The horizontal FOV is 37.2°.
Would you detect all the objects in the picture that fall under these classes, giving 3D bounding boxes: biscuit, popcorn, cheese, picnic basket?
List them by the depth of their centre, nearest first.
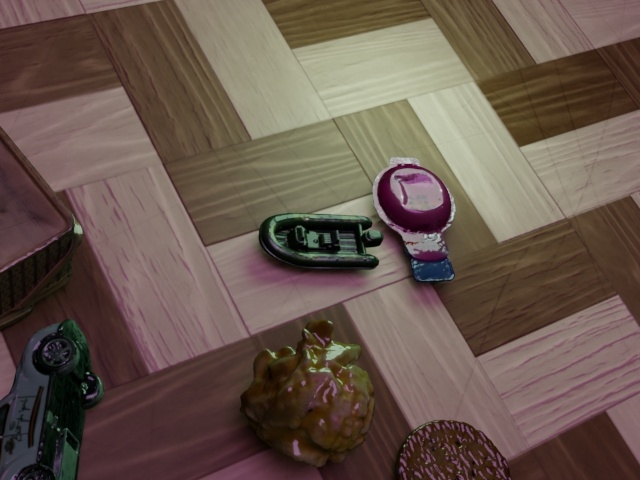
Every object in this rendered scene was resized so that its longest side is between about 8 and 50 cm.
[{"bbox_3d":[-0.508,0.013,1.292,0.313,0.175,0.228,-34,76,-28],"label":"picnic basket"},{"bbox_3d":[-0.012,0.217,1.333,0.167,0.185,0.187,-12,54,-45],"label":"popcorn"},{"bbox_3d":[0.197,0.356,1.407,0.188,0.027,0.188,9,57,-15],"label":"biscuit"},{"bbox_3d":[0.166,-0.038,1.616,0.155,0.062,0.244,-3,62,-19],"label":"cheese"}]

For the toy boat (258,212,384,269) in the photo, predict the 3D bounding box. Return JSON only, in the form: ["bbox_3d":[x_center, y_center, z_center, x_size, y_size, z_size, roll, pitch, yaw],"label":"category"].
[{"bbox_3d":[0.000,0.000,1.542,0.210,0.052,0.104,3,62,-18],"label":"toy boat"}]

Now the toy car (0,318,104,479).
[{"bbox_3d":[-0.364,0.251,1.222,0.125,0.136,0.306,-5,58,3],"label":"toy car"}]
